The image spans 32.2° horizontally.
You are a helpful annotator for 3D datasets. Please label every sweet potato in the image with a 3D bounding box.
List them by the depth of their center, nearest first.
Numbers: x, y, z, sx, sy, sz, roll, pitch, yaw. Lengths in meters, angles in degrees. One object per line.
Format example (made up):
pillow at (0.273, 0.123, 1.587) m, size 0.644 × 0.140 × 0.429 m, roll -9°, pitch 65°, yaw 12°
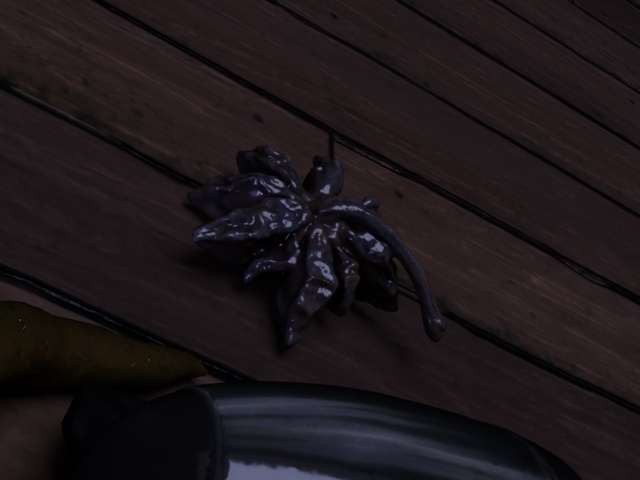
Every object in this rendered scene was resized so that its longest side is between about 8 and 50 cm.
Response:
sweet potato at (-0.168, 0.070, 0.693) m, size 0.069 × 0.059 × 0.249 m, roll 32°, pitch 12°, yaw 32°

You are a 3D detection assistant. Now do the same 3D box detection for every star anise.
star anise at (0.001, 0.000, 0.915) m, size 0.231 × 0.089 × 0.209 m, roll 12°, pitch 49°, yaw -18°

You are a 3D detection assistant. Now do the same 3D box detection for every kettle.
kettle at (-0.011, 0.152, 0.607) m, size 0.271 × 0.207 × 0.250 m, roll 26°, pitch 32°, yaw -30°
